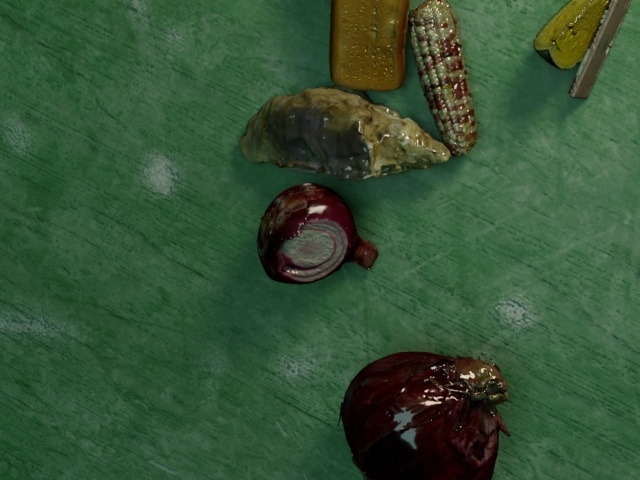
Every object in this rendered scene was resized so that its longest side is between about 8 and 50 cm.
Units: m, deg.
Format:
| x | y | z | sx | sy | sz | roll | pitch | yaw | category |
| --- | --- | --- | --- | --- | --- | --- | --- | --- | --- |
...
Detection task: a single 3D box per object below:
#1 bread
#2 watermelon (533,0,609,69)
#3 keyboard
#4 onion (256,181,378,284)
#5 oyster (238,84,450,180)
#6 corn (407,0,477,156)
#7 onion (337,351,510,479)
| x | y | z | sx | sy | sz | roll | pitch | yaw | category |
| --- | --- | --- | --- | --- | --- | --- | --- | --- | --- |
| 0.072 | -0.321 | 1.834 | 0.115 | 0.077 | 0.200 | 2 | 126 | 0 | bread |
| 0.376 | -0.303 | 1.758 | 0.075 | 0.092 | 0.181 | 45 | 72 | -12 | watermelon |
| 0.404 | -0.283 | 1.772 | 0.017 | 0.055 | 0.166 | 33 | 112 | 31 | keyboard |
| -0.005 | -0.011 | 1.913 | 0.173 | 0.198 | 0.135 | -52 | 41 | 32 | onion |
| 0.025 | -0.157 | 1.877 | 0.341 | 0.110 | 0.166 | 22 | 98 | 26 | oyster |
| 0.187 | -0.243 | 1.839 | 0.079 | 0.079 | 0.237 | -14 | 97 | 18 | corn |
| 0.156 | 0.301 | 1.848 | 0.280 | 0.221 | 0.281 | 2 | 97 | 12 | onion |
